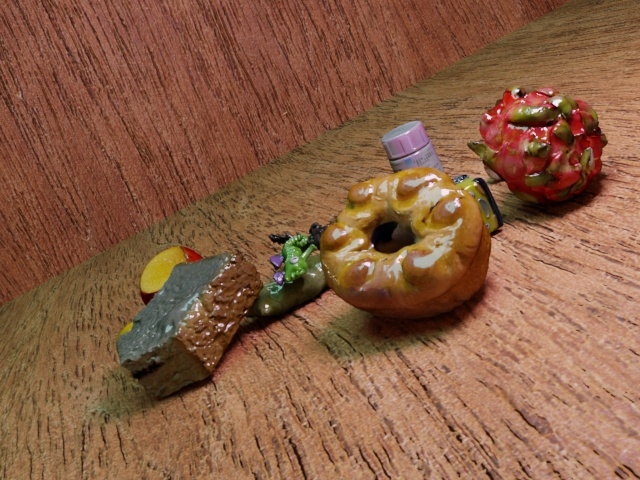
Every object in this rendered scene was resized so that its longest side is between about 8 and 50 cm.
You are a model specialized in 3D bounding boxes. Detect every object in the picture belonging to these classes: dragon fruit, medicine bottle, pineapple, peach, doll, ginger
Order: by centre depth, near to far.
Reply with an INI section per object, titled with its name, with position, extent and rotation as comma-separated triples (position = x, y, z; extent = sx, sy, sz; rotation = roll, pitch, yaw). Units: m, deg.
[dragon fruit]
position = 0.461, -0.210, 1.617
extent = 0.237, 0.231, 0.302
rotation = -41, 28, 24
[doll]
position = -0.059, 0.037, 1.739
extent = 0.115, 0.050, 0.190
rotation = -29, 25, 5
[ginger]
position = -0.052, 0.098, 1.773
extent = 0.290, 0.089, 0.137
rotation = -36, 36, -13
[pineapple]
position = 0.000, 0.000, 1.900
extent = 0.277, 0.119, 0.130
rotation = -18, 6, 37
[peach]
position = -0.385, 0.108, 2.038
extent = 0.190, 0.192, 0.190
rotation = 4, 44, -4
[medicine bottle]
position = 0.257, -0.234, 2.149
extent = 0.135, 0.168, 0.135
rotation = -24, 17, 7

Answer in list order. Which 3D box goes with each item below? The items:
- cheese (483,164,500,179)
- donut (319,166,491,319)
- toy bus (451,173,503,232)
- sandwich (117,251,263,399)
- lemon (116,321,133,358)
[cheese]
position = 0.508, -0.197, 1.812
extent = 0.163, 0.082, 0.286
rotation = -32, 18, -16
[donut]
position = 0.153, 0.012, 1.426
extent = 0.299, 0.150, 0.317
rotation = -46, 45, -1
[toy bus]
position = 0.259, -0.058, 1.686
extent = 0.150, 0.128, 0.262
rotation = -33, 16, -19
[sandwich]
position = -0.300, 0.183, 1.686
extent = 0.262, 0.131, 0.325
rotation = -10, 40, 47
[lemon]
position = -0.432, 0.246, 1.851
extent = 0.109, 0.109, 0.133
rotation = -16, 5, 32
